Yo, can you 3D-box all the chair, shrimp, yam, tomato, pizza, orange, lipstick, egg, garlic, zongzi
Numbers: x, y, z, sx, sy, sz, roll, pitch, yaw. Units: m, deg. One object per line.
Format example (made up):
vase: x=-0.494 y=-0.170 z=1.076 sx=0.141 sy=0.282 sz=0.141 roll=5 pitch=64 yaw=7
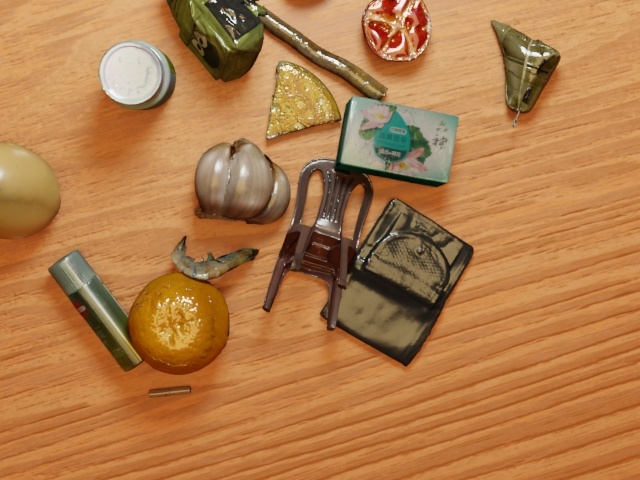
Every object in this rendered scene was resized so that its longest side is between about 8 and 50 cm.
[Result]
chair: x=0.000 y=0.000 z=1.818 sx=0.175 sy=0.183 sz=0.326 roll=19 pitch=51 yaw=-6
shrimp: x=-0.240 y=0.026 z=1.821 sx=0.195 sy=0.148 sz=0.035 roll=-22 pitch=132 yaw=-41
yam: x=0.002 y=-0.405 z=1.798 sx=0.327 sy=0.045 sz=0.045 roll=33 pitch=71 yaw=-7
tomato: x=0.163 y=-0.458 z=1.790 sx=0.155 sy=0.069 sz=0.155 roll=0 pitch=94 yaw=-6
pizza: x=-0.050 y=-0.284 z=1.814 sx=0.184 sy=0.036 sz=0.176 roll=31 pitch=96 yaw=-10
orange: x=-0.303 y=0.177 z=1.777 sx=0.219 sy=0.193 sz=0.219 roll=-3 pitch=99 yaw=-18
lipstick: x=-0.344 y=0.346 z=1.883 sx=0.094 sy=0.019 sz=0.019 roll=-6 pitch=98 yaw=-4
egg: x=-0.660 y=-0.105 z=1.697 sx=0.201 sy=0.244 sz=0.201 roll=-4 pitch=81 yaw=23
garlic: x=-0.167 y=-0.118 z=1.765 sx=0.214 sy=0.160 sz=0.191 roll=13 pitch=101 yaw=-3
zongzi: x=0.414 y=-0.372 z=1.834 sx=0.178 sy=0.081 sz=0.189 roll=32 pitch=109 yaw=13

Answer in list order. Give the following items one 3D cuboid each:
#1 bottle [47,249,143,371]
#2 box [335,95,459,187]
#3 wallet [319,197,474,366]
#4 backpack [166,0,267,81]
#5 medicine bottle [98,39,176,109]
bottle: x=-0.483 y=0.154 z=1.815 sx=0.082 sy=0.082 sz=0.286 roll=-35 pitch=98 yaw=1
box: x=0.166 y=-0.214 z=1.801 sx=0.245 sy=0.092 sz=0.153 roll=9 pitch=87 yaw=-5
wallet: x=0.182 y=0.097 z=1.883 sx=0.247 sy=0.041 sz=0.323 roll=31 pitch=96 yaw=-6
backpack: x=-0.218 y=-0.465 z=1.697 sx=0.140 sy=0.207 sz=0.253 roll=-38 pitch=90 yaw=-21
medicine bottle: x=-0.373 y=-0.337 z=1.686 sx=0.139 sy=0.225 sz=0.139 roll=-1 pitch=99 yaw=-4
